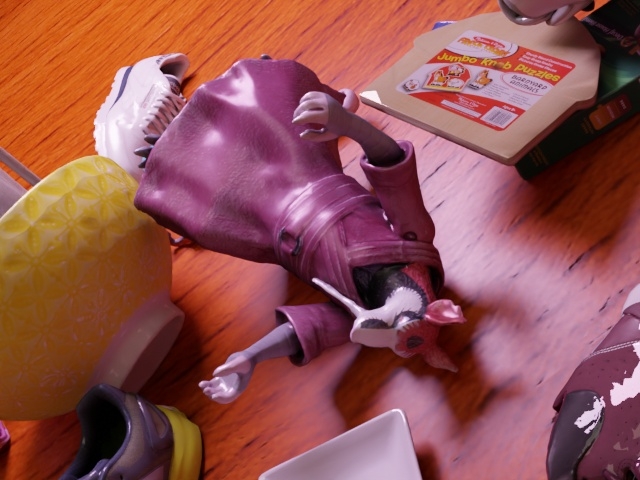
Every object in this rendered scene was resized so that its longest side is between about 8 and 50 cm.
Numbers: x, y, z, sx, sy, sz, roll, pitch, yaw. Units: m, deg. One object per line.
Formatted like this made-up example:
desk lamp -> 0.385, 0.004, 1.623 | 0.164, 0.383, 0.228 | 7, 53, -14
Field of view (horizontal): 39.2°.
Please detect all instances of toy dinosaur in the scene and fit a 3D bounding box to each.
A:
toy dinosaur -> -0.146, -0.010, 1.017 | 0.082, 0.047, 0.090 | -46, 47, 27

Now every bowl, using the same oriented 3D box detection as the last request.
bowl -> -0.232, 0.077, 0.896 | 0.156, 0.289, 0.289 | 34, 78, 6

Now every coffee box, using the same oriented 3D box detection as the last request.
coffee box -> 0.235, -0.143, 0.806 | 0.184, 0.040, 0.113 | -32, 41, 15

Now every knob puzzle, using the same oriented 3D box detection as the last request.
knob puzzle -> 0.160, -0.146, 0.798 | 0.213, 0.030, 0.213 | -9, 44, 9

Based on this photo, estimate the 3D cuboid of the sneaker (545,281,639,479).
sneaker -> 0.234, 0.152, 0.521 | 0.162, 0.106, 0.281 | -47, 30, 8

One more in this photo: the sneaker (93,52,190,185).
sneaker -> -0.231, -0.165, 1.191 | 0.094, 0.090, 0.235 | -15, 48, 18

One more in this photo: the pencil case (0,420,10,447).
pencil case -> -0.483, 0.275, 0.991 | 0.284, 0.124, 0.124 | -43, 40, 0

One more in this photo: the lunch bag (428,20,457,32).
lunch bag -> 0.146, -0.181, 0.893 | 0.098, 0.067, 0.065 | 15, 67, 45

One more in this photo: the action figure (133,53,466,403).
action figure -> 0.000, 0.000, 0.814 | 0.370, 0.275, 0.248 | 43, 106, 31

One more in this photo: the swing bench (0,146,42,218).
swing bench -> -0.436, -0.017, 1.099 | 0.254, 0.253, 0.165 | 7, 61, 43

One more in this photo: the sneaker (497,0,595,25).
sneaker -> 0.215, -0.264, 0.794 | 0.146, 0.122, 0.330 | -46, -3, 27

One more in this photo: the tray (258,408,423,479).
tray -> 0.031, 0.261, 0.638 | 0.145, 0.030, 0.270 | -30, 42, 17

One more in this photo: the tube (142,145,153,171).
tube -> -0.117, -0.106, 1.071 | 0.207, 0.052, 0.080 | -8, 56, 29

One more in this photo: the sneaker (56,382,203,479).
sneaker -> -0.174, 0.253, 0.746 | 0.111, 0.121, 0.300 | -29, 42, 18
